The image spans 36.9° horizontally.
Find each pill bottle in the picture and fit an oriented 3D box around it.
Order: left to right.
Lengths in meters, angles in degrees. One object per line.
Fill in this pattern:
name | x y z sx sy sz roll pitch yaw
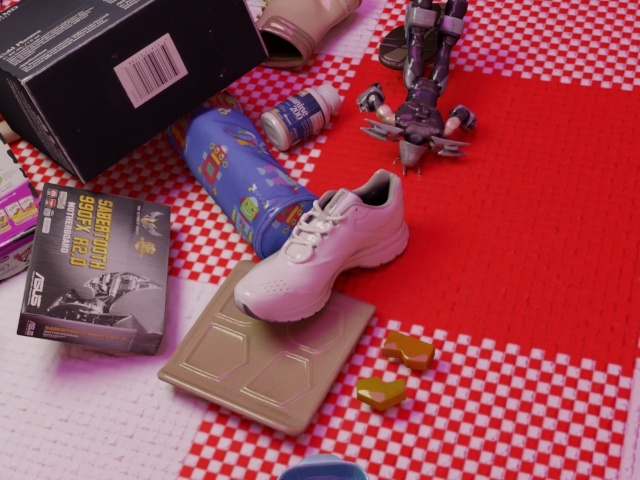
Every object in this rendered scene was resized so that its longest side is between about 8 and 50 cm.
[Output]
pill bottle | -0.028 -0.196 1.492 0.120 0.067 0.067 -34 54 -18

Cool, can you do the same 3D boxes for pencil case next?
pencil case | -0.107 -0.096 1.392 0.119 0.133 0.306 -57 50 21

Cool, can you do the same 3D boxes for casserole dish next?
casserole dish | 0.004 0.331 1.072 0.114 0.037 0.188 -5 51 4

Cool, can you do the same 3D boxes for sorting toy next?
sorting toy | -0.024 0.150 1.229 0.307 0.041 0.229 19 51 22

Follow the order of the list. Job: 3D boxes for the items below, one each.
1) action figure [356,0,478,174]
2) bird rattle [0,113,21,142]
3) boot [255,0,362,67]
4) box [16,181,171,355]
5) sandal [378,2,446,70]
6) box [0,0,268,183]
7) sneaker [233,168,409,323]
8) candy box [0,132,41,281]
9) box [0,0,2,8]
action figure | 0.157 -0.233 1.448 0.185 0.099 0.285 15 80 -14
bird rattle | -0.569 -0.227 1.571 0.207 0.143 0.253 2 52 -11
boot | -0.087 -0.402 1.659 0.262 0.095 0.203 24 59 21
box | -0.302 0.036 1.303 0.183 0.056 0.231 11 48 -16
sandal | 0.167 -0.327 1.583 0.090 0.060 0.219 21 44 16
box | -0.314 -0.287 1.440 0.343 0.179 0.312 -38 38 -18
sneaker | 0.000 0.000 1.258 0.111 0.129 0.297 31 50 31
candy box | -0.502 -0.044 1.438 0.159 0.071 0.233 -29 53 -15
box | -0.668 -0.424 1.778 0.126 0.072 0.137 -9 49 1
